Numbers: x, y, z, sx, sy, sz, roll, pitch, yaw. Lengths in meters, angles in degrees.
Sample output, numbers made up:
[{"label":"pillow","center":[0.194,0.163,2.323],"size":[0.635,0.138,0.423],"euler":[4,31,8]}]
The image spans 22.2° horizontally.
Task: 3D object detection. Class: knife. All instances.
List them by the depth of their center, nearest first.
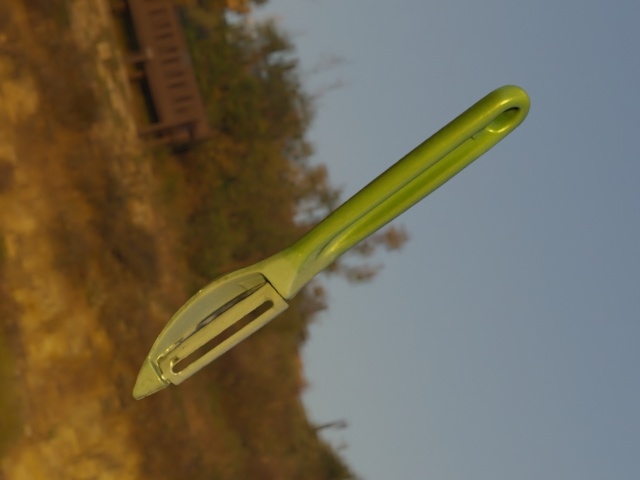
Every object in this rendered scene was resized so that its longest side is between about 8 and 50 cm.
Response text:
[{"label":"knife","center":[0.000,0.000,0.597],"size":[0.026,0.184,0.022],"euler":[59,12,25]}]
